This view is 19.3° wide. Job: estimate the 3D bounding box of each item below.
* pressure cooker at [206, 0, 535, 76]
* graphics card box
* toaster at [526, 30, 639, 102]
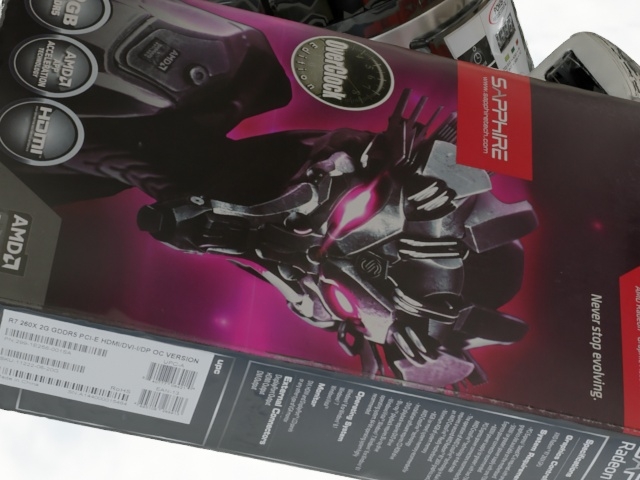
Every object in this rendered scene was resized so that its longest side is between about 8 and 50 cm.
[{"bbox_3d":[-0.003,-0.169,1.787,0.375,0.420,0.370,-25,-155,-17],"label":"pressure cooker"},{"bbox_3d":[0.000,0.000,0.952,0.371,0.094,0.232,12,-131,-7],"label":"graphics card box"},{"bbox_3d":[0.209,-0.046,1.297,0.129,0.146,0.227,-45,-156,14],"label":"toaster"}]
